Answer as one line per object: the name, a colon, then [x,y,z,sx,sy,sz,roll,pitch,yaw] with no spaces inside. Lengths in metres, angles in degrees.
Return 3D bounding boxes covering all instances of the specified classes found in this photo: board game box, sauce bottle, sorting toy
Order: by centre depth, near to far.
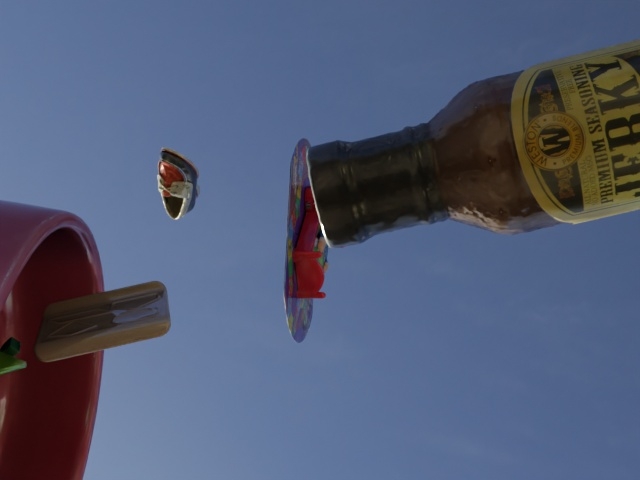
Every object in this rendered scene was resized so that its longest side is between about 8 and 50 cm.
sorting toy: [-0.106,0.039,0.527,0.083,0.062,0.012,-13,-74,-6]
sauce bottle: [0.165,-0.063,0.790,0.345,0.111,0.111,-15,-74,5]
board game box: [0.000,0.000,1.000,0.033,0.133,0.168,1,-100,9]

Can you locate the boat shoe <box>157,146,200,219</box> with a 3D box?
boat shoe: [-0.173,-0.067,1.451,0.049,0.043,0.137,30,-18,11]

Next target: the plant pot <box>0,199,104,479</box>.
plant pot: [-0.209,0.071,0.532,0.180,0.201,0.201,9,-63,4]
